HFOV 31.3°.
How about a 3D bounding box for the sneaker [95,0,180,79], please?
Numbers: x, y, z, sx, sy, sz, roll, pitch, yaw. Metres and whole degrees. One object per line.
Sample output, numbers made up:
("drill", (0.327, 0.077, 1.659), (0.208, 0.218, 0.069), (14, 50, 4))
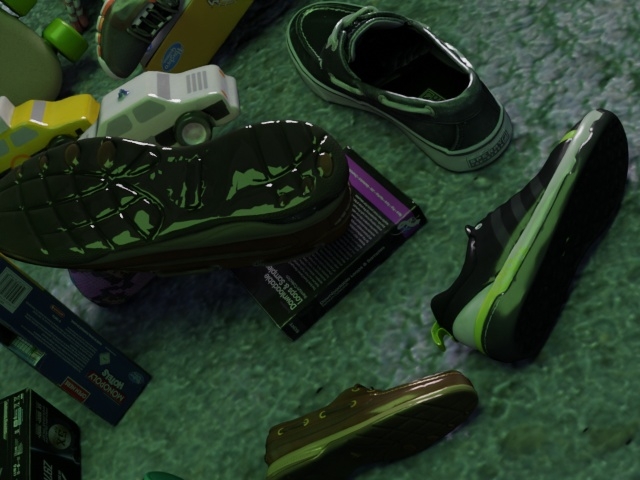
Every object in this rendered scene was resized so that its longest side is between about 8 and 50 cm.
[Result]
("sneaker", (-0.180, -0.240, 1.179), (0.065, 0.061, 0.158), (18, 87, 42))

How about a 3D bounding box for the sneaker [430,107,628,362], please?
("sneaker", (0.158, -0.014, 0.903), (0.097, 0.084, 0.235), (18, 67, 39))

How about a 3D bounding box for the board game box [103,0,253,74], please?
("board game box", (-0.119, -0.357, 1.260), (0.316, 0.064, 0.242), (-51, 44, 18))

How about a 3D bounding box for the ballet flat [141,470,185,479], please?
("ballet flat", (-0.065, 0.246, 0.855), (0.231, 0.077, 0.077), (17, 87, 41))

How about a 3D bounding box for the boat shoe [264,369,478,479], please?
("boat shoe", (0.033, 0.137, 0.876), (0.178, 0.064, 0.060), (-26, 49, 14))

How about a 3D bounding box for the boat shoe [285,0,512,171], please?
("boat shoe", (0.053, -0.171, 1.069), (0.108, 0.102, 0.301), (-42, 47, -4))

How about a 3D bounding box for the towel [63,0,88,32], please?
("towel", (-0.335, -0.363, 1.376), (0.029, 0.197, 0.144), (-23, 45, -9))

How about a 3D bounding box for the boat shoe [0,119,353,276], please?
("boat shoe", (-0.126, -0.016, 0.989), (0.324, 0.120, 0.123), (-4, 60, 14))

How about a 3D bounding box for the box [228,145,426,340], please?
("box", (0.000, 0.000, 1.023), (0.162, 0.029, 0.116), (-41, 46, -4))

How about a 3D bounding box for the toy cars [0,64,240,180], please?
("toy cars", (-0.251, -0.114, 1.166), (0.393, 0.087, 0.176), (-4, 41, 42))

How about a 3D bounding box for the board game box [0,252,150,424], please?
("board game box", (-0.279, 0.069, 1.051), (0.060, 0.194, 0.194), (-53, 34, -14))

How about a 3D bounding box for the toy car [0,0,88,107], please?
("toy car", (-0.386, -0.220, 1.370), (0.155, 0.149, 0.188), (-50, 21, -6))

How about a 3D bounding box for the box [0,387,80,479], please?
("box", (-0.285, 0.240, 0.973), (0.147, 0.077, 0.180), (-24, 48, 12))

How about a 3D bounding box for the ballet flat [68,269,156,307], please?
("ballet flat", (-0.147, -0.023, 1.089), (0.221, 0.079, 0.077), (-38, 58, -1))
